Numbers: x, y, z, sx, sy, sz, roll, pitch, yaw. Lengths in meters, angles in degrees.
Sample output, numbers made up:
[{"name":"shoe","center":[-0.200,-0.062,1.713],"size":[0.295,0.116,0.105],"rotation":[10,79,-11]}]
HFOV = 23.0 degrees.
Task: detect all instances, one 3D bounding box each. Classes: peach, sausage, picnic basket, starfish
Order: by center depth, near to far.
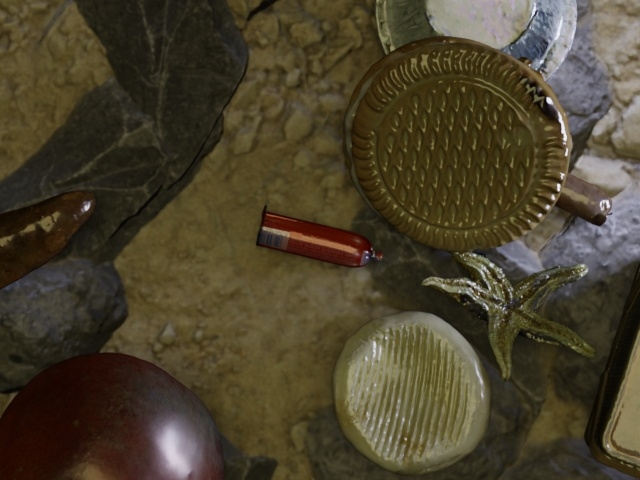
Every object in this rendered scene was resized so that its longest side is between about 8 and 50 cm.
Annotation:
[{"name":"peach","center":[-0.220,0.242,1.660],"size":[0.252,0.252,0.252],"rotation":[0,85,1]},{"name":"picnic basket","center":[0.402,0.143,1.710],"size":[0.165,0.139,0.266],"rotation":[19,85,3]},{"name":"starfish","center":[0.210,0.083,1.743],"size":[0.208,0.053,0.176],"rotation":[16,48,2]},{"name":"sausage","center":[0.000,0.000,1.780],"size":[0.145,0.048,0.050],"rotation":[13,47,2]}]

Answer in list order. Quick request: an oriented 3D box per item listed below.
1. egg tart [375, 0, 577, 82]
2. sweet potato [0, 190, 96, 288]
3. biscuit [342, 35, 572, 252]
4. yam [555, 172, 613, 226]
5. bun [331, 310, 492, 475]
[{"name":"egg tart","center":[0.177,-0.263,1.776],"size":[0.234,0.094,0.234],"rotation":[0,87,0]},{"name":"sweet potato","center":[-0.387,0.016,1.762],"size":[0.292,0.097,0.097],"rotation":[-22,85,-9]},{"name":"biscuit","center":[0.147,-0.105,1.724],"size":[0.259,0.079,0.259],"rotation":[5,110,14]},{"name":"yam","center":[0.212,-0.089,1.781],"size":[0.264,0.046,0.046],"rotation":[27,86,3]},{"name":"bun","center":[0.095,0.171,1.732],"size":[0.183,0.102,0.183],"rotation":[1,80,-5]}]
